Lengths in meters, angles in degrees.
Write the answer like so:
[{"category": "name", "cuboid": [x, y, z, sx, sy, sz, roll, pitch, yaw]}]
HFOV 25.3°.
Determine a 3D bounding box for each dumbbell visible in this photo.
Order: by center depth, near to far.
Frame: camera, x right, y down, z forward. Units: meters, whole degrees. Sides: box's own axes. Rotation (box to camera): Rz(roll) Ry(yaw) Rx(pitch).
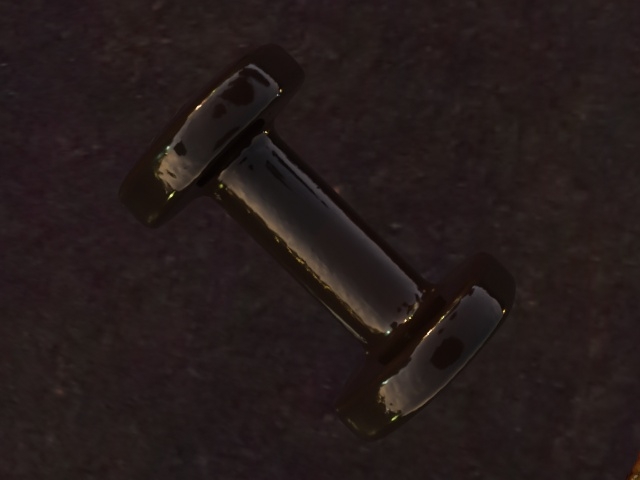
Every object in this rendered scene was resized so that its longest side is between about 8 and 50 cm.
[{"category": "dumbbell", "cuboid": [0.000, 0.000, 0.848, 0.225, 0.140, 0.124, 45, 111, -1]}]

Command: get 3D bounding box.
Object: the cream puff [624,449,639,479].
[{"category": "cream puff", "cuboid": [0.186, 0.097, 0.450, 0.240, 0.240, 0.164, -24, 80, -27]}]
